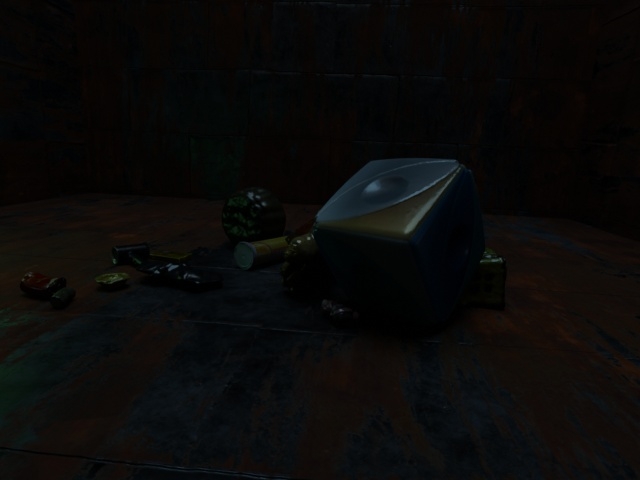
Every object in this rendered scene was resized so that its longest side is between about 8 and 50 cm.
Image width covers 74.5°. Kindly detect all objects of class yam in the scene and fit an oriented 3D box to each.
[{"bbox_3d":[-0.732,0.161,1.193,0.043,0.043,0.094,1,14,-8],"label":"yam"}]

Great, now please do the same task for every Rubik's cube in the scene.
[{"bbox_3d":[0.233,-0.008,1.204,0.348,0.351,0.352,12,53,43],"label":"Rubik's cube"}]

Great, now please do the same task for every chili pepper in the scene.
[{"bbox_3d":[-0.828,0.133,1.252,0.123,0.073,0.070,8,-29,16],"label":"chili pepper"}]

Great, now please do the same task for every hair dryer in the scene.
[{"bbox_3d":[-0.670,0.076,1.586,0.256,0.069,0.128,21,21,37],"label":"hair dryer"}]

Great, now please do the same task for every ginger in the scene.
[{"bbox_3d":[-0.021,-0.003,1.340,0.236,0.375,0.166,4,13,-30],"label":"ginger"}]

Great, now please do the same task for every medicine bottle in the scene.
[{"bbox_3d":[-0.165,0.028,1.763,0.108,0.108,0.426,12,15,35],"label":"medicine bottle"}]

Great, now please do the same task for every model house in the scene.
[{"bbox_3d":[0.465,0.124,1.380,0.235,0.174,0.193,-6,12,8],"label":"model house"}]

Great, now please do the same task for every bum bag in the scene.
[{"bbox_3d":[-0.476,0.111,1.412,0.310,0.074,0.137,8,10,15],"label":"bum bag"}]

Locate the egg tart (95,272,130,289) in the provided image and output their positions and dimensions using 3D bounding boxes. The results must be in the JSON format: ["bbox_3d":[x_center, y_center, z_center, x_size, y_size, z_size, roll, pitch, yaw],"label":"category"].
[{"bbox_3d":[-0.666,0.131,1.350,0.105,0.039,0.105,3,12,-1],"label":"egg tart"}]

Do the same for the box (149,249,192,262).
[{"bbox_3d":[-0.612,0.064,1.709,0.157,0.022,0.089,6,11,16],"label":"box"}]

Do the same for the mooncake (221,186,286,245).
[{"bbox_3d":[-0.305,-0.098,1.898,0.291,0.290,0.161,10,17,32],"label":"mooncake"}]

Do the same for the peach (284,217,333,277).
[{"bbox_3d":[-0.003,0.019,1.553,0.257,0.232,0.232,21,12,-2],"label":"peach"}]

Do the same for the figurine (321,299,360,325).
[{"bbox_3d":[0.050,0.200,1.167,0.072,0.054,0.129,13,-1,-26],"label":"figurine"}]
